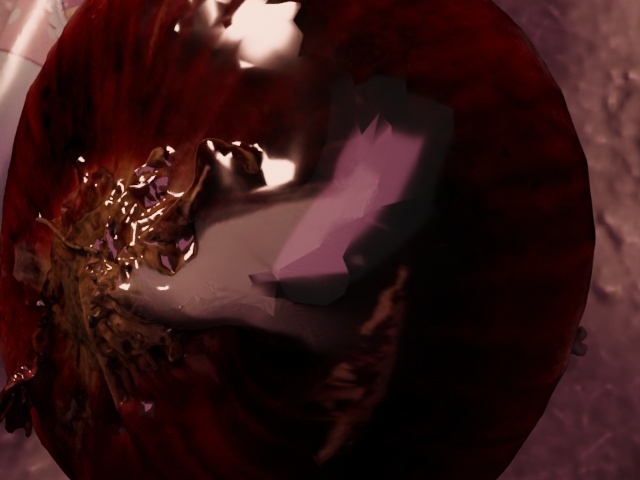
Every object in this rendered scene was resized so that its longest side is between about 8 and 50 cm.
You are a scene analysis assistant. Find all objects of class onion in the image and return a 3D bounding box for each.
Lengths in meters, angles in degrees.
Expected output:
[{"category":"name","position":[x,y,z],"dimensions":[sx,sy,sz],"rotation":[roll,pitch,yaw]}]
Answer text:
[{"category":"onion","position":[0.000,0.000,0.577],"dimensions":[0.273,0.285,0.273],"rotation":[3,95,40]}]

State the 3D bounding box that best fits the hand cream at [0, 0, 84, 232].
[{"category":"hand cream","position":[-0.126,-0.090,0.658],"dimensions":[0.085,0.058,0.331],"rotation":[27,74,-2]}]
